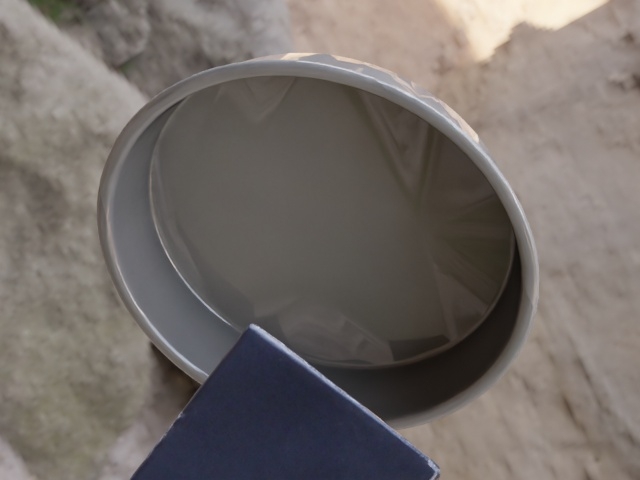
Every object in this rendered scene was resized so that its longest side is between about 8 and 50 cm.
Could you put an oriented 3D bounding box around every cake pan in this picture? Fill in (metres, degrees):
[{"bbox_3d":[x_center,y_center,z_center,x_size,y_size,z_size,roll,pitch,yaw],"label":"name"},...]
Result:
[{"bbox_3d":[0.000,0.000,1.027,0.293,0.293,0.054,52,34,-21],"label":"cake pan"}]

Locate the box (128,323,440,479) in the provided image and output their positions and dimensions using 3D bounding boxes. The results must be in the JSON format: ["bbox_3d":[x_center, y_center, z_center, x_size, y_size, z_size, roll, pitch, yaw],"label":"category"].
[{"bbox_3d":[-0.032,0.131,0.631,0.093,0.158,0.156,37,-7,11],"label":"box"}]
